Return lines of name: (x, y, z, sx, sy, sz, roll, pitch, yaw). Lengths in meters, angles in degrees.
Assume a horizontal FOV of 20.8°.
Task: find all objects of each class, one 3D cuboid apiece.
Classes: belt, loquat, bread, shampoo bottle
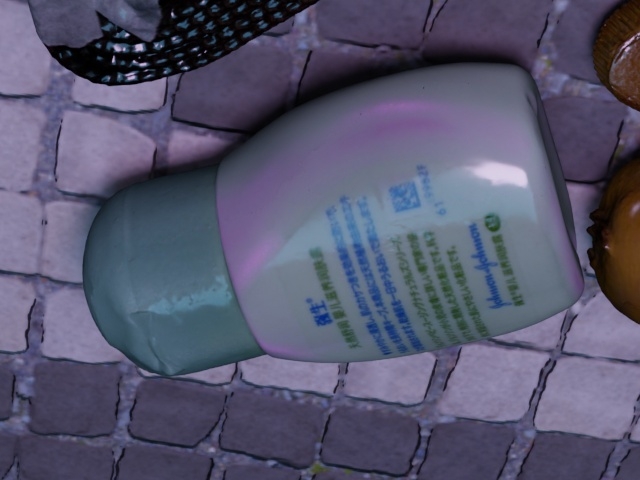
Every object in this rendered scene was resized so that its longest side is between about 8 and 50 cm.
belt: (-0.069, -0.213, 1.064, 0.289, 0.164, 0.184, -34, 126, 27)
loquat: (0.257, 0.003, 1.247, 0.141, 0.141, 0.141, 0, 128, 0)
bread: (0.230, -0.129, 1.197, 0.085, 0.053, 0.085, -4, 120, -7)
shampoo bottle: (0.000, 0.000, 1.240, 0.349, 0.151, 0.222, -15, 133, 11)
